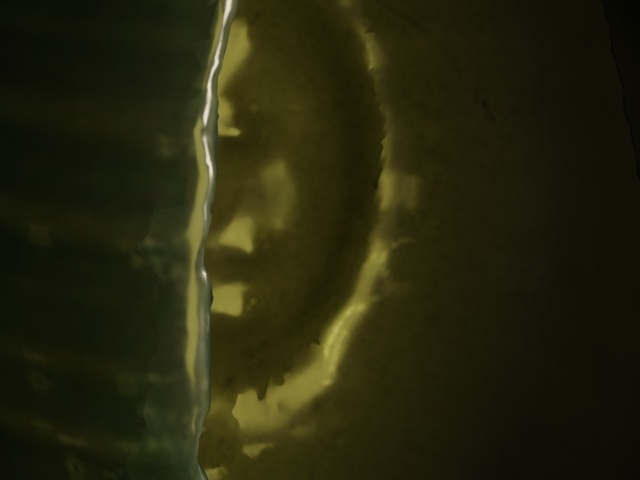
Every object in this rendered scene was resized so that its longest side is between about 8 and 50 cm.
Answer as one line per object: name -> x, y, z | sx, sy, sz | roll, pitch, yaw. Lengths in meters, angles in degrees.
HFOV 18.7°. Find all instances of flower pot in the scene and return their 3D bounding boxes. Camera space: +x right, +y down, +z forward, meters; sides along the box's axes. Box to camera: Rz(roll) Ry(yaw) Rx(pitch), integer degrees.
flower pot -> 0.000, 0.000, 0.432 | 0.189, 0.157, 0.243 | -7, 105, -23
